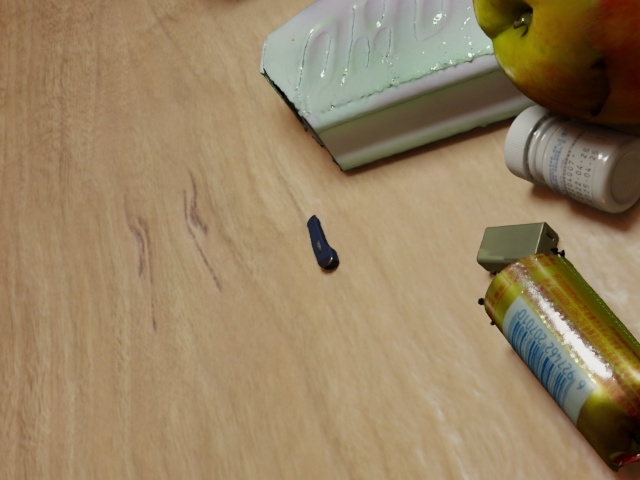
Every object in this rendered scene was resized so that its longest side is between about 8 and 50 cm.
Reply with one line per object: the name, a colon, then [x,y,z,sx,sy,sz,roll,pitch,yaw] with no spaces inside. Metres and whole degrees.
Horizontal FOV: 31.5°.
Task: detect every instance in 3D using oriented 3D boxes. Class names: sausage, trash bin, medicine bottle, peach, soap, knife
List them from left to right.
knife: [0.000,0.000,1.724,0.031,0.018,0.121,-41,43,21]
soap: [0.119,-0.273,1.709,0.446,0.156,0.261,-16,54,33]
trash bin: [0.257,0.011,1.486,0.092,0.043,0.060,-1,63,44]
medicine bottle: [0.329,-0.105,1.456,0.168,0.105,0.105,29,83,46]
sausage: [0.316,0.145,1.296,0.125,0.117,0.317,-35,47,0]
peach: [0.370,-0.322,1.377,0.370,0.370,0.370,-21,51,28]
